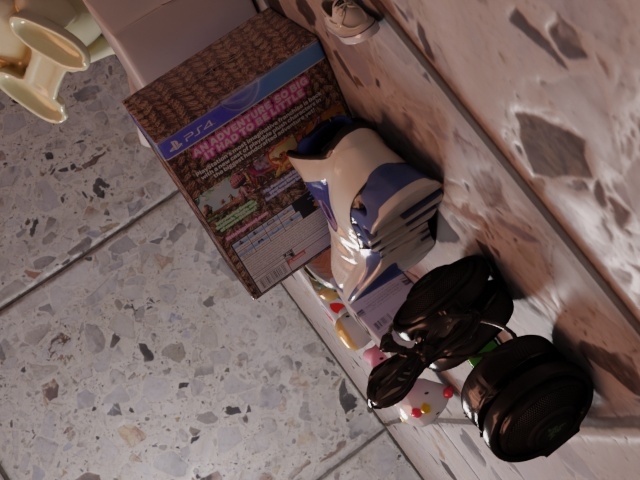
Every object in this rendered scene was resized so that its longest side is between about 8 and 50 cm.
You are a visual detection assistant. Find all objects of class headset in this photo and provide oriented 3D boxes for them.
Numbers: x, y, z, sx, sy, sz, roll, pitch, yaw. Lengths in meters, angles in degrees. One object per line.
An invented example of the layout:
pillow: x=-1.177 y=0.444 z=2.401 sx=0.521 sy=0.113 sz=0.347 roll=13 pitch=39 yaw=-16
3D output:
headset: x=0.162 y=0.140 z=0.880 sx=0.243 sy=0.185 sz=0.394 roll=51 pitch=-178 yaw=23

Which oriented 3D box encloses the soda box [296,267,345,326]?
soda box: x=0.022 y=0.132 z=1.976 sx=0.216 sy=0.069 sz=0.074 roll=54 pitch=171 yaw=2

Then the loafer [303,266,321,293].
loafer: x=-0.007 y=0.045 z=1.716 sx=0.087 sy=0.094 sz=0.251 roll=53 pitch=172 yaw=-17

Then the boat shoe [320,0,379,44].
boat shoe: x=0.025 y=-0.217 z=0.773 sx=0.035 sy=0.035 sz=0.100 roll=57 pitch=178 yaw=-31

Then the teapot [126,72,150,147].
teapot: x=-0.293 y=-0.315 z=1.623 sx=0.256 sy=0.186 sz=0.253 roll=-117 pitch=19 yaw=-60

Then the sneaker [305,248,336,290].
sneaker: x=0.000 y=0.000 z=1.511 sx=0.302 sy=0.108 sz=0.121 roll=58 pitch=176 yaw=43

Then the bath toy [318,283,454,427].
bath toy: x=0.132 y=0.208 z=1.525 sx=0.129 sy=0.151 sz=0.348 roll=-26 pitch=102 yaw=45

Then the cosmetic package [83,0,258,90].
cosmetic package: x=-0.165 y=-0.234 z=1.189 sx=0.155 sy=0.196 sz=0.366 roll=47 pitch=167 yaw=44

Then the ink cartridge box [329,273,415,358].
ink cartridge box: x=0.106 y=0.105 z=1.308 sx=0.180 sy=0.104 sz=0.060 roll=48 pitch=170 yaw=42

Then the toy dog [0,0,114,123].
toy dog: x=-0.559 y=-0.513 z=1.687 sx=0.395 sy=0.408 sz=0.285 roll=28 pitch=144 yaw=-6

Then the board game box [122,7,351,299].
board game box: x=-0.078 y=-0.110 z=1.065 sx=0.141 sy=0.232 sz=0.291 roll=45 pitch=166 yaw=48

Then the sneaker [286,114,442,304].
sneaker: x=0.050 y=-0.056 z=1.006 sx=0.182 sy=0.127 sz=0.315 roll=56 pitch=165 yaw=19
